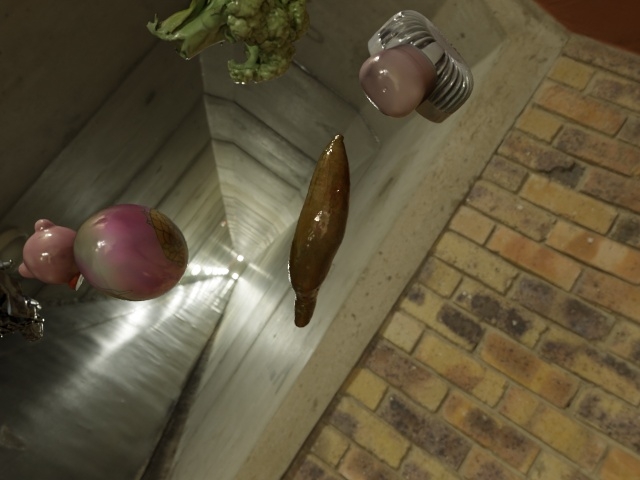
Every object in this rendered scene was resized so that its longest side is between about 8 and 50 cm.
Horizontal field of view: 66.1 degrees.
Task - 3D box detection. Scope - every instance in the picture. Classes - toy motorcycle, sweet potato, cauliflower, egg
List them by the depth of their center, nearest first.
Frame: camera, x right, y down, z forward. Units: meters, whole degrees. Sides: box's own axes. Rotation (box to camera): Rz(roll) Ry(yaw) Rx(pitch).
[{"bbox_3d":[-0.003,0.005,0.797,0.079,0.346,0.108,17,18,10],"label":"sweet potato"},{"bbox_3d":[-0.367,0.027,0.960,0.196,0.196,0.271,34,7,3],"label":"egg"},{"bbox_3d":[-0.150,-0.429,0.961,0.260,0.281,0.327,45,22,-3],"label":"cauliflower"},{"bbox_3d":[-0.663,0.125,1.028,0.270,0.106,0.159,103,-35,-71],"label":"toy motorcycle"}]

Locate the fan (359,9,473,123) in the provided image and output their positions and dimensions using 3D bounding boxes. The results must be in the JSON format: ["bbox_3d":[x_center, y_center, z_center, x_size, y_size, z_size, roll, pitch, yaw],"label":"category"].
[{"bbox_3d":[0.096,-0.178,0.524,0.130,0.074,0.244,49,32,-3],"label":"fan"}]

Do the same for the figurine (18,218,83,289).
[{"bbox_3d":[-0.746,0.043,1.390,0.173,0.173,0.173,34,-7,5],"label":"figurine"}]
